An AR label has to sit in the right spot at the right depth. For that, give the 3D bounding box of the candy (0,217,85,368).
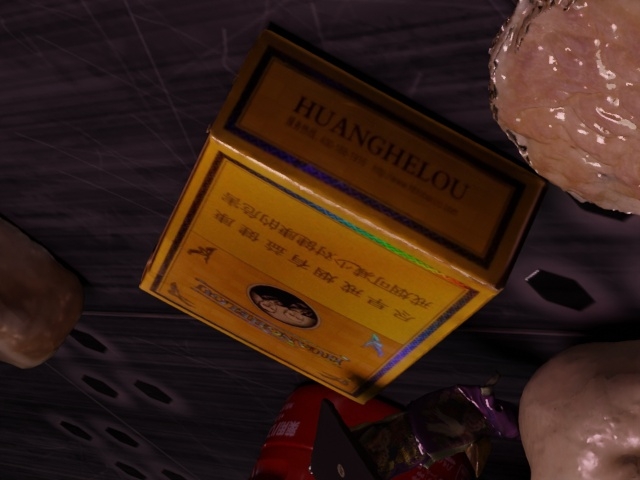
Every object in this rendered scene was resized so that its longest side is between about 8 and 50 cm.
[{"bbox_3d":[-0.324,0.022,1.437,0.234,0.102,0.104,42,153,-29],"label":"candy"}]

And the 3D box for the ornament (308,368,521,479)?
[{"bbox_3d":[0.097,0.129,1.142,0.088,0.203,0.081,58,159,35],"label":"ornament"}]

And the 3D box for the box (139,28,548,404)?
[{"bbox_3d":[0.000,0.000,1.057,0.193,0.084,0.301,29,157,-3],"label":"box"}]

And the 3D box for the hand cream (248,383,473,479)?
[{"bbox_3d":[0.032,0.224,1.444,0.193,0.125,0.193,23,156,11],"label":"hand cream"}]

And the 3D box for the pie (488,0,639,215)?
[{"bbox_3d":[0.176,-0.066,0.769,0.218,0.052,0.185,12,154,37],"label":"pie"}]

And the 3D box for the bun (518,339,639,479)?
[{"bbox_3d":[0.236,0.161,1.066,0.231,0.133,0.231,16,150,10],"label":"bun"}]
